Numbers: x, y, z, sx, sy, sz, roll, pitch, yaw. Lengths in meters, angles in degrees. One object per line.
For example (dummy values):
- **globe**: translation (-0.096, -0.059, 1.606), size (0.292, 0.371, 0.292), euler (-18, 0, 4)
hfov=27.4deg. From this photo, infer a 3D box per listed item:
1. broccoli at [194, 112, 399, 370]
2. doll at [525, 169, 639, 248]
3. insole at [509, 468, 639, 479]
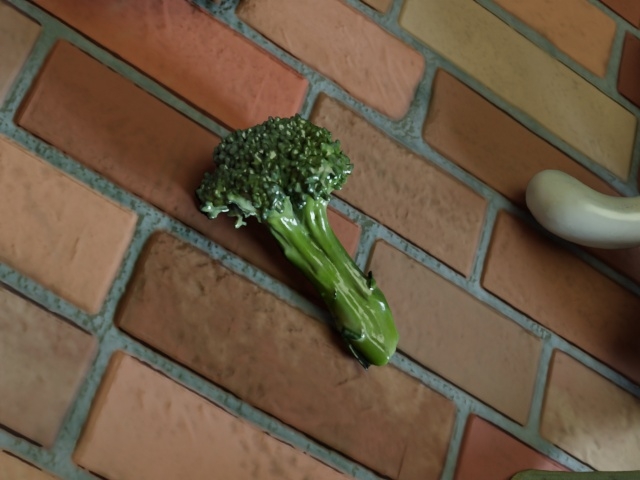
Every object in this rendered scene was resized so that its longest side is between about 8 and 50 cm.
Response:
- **broccoli**: translation (-0.001, 0.001, 0.957), size (0.118, 0.122, 0.204), euler (-39, 106, -26)
- **doll**: translation (0.404, 0.039, 1.077), size (0.187, 0.376, 0.365), euler (-4, 73, -64)
- **insole**: translation (0.308, 0.194, 1.036), size (0.348, 0.119, 0.009), euler (0, 108, -20)
